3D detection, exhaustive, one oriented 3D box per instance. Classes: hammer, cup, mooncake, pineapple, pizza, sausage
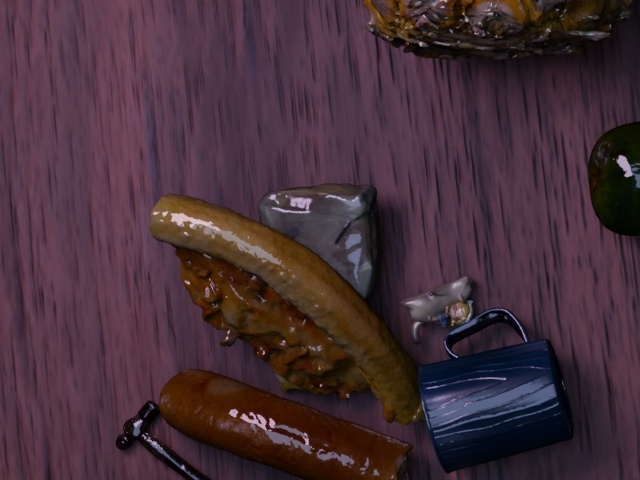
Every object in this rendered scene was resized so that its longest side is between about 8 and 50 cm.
[{"bbox_3d":[-0.143,0.249,1.957,0.178,0.021,0.065,37,93,13],"label":"hammer"},{"bbox_3d":[0.178,0.151,1.839,0.138,0.113,0.150,-15,94,10],"label":"cup"},{"bbox_3d":[0.000,0.000,1.913,0.129,0.073,0.125,1,99,16],"label":"mooncake"},{"bbox_3d":[0.173,-0.332,1.765,0.352,0.352,0.300,2,87,14],"label":"pineapple"},{"bbox_3d":[-0.037,0.080,1.861,0.365,0.074,0.182,43,134,-16],"label":"pizza"},{"bbox_3d":[-0.037,0.206,1.893,0.302,0.103,0.076,19,82,14],"label":"sausage"}]

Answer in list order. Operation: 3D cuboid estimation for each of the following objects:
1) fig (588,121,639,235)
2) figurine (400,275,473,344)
[{"bbox_3d":[0.363,-0.068,1.826,0.177,0.117,0.117,-4,84,3],"label":"fig"},{"bbox_3d":[0.128,0.073,1.899,0.083,0.047,0.051,-21,96,4],"label":"figurine"}]
